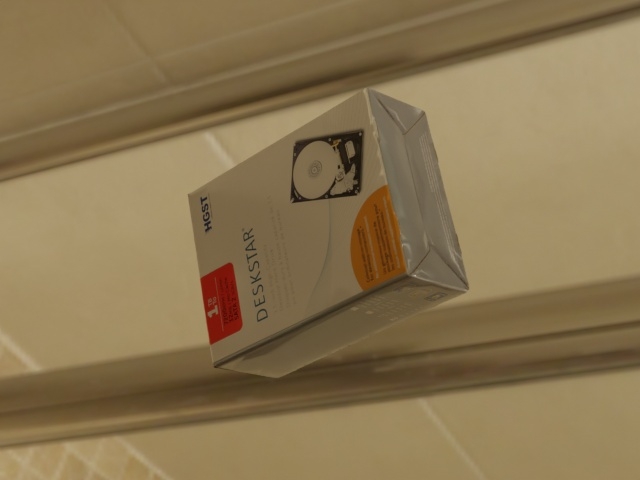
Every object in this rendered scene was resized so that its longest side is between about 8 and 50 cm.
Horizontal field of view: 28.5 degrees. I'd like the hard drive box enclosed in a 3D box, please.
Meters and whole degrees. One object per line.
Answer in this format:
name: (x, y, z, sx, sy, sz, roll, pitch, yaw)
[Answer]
hard drive box: (0.000, 0.000, 1.134, 0.089, 0.232, 0.181, 15, 55, -46)
